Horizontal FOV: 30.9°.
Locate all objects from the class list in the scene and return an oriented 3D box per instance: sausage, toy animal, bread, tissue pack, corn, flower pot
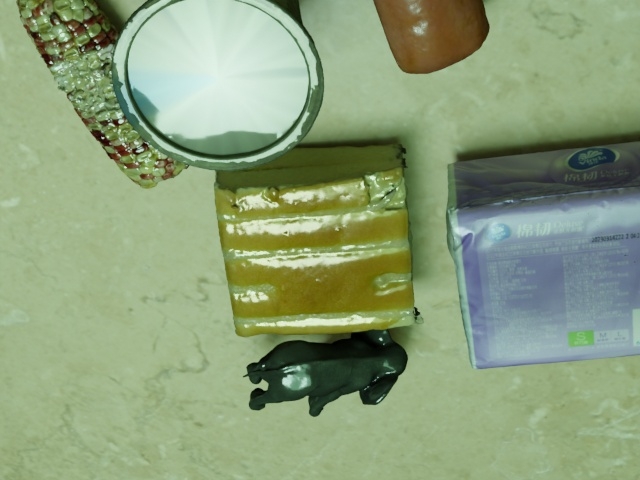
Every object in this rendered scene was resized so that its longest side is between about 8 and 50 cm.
[{"bbox_3d":[0.088,-0.304,1.197,0.113,0.113,0.259,-16,125,15],"label":"sausage"},{"bbox_3d":[0.017,0.177,1.516,0.245,0.114,0.146,-12,165,-39],"label":"toy animal"},{"bbox_3d":[0.000,0.000,1.424,0.246,0.111,0.239,-2,127,5],"label":"bread"},{"bbox_3d":[0.323,0.013,1.381,0.338,0.160,0.242,-5,124,9],"label":"tissue pack"},{"bbox_3d":[-0.246,-0.186,1.316,0.098,0.098,0.290,-21,122,18],"label":"corn"},{"bbox_3d":[-0.094,-0.210,1.220,0.212,0.202,0.212,3,125,4],"label":"flower pot"}]
